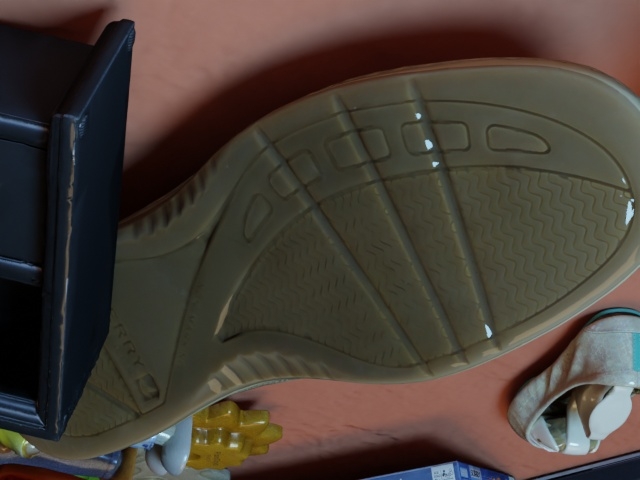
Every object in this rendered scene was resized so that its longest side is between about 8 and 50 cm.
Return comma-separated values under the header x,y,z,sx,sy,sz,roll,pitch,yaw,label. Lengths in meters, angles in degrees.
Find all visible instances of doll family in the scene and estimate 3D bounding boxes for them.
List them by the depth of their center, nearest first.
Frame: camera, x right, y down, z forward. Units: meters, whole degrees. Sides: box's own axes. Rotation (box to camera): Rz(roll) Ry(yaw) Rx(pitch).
x,y,z,sx,sy,sz,roll,pitch,yaw,label
-0.171,0.103,0.882,0.163,0.118,0.263,17,164,-21,doll family

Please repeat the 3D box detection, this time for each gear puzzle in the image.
x,y,z,sx,sy,sz,roll,pitch,yaw,label
-0.156,0.166,1.055,0.339,0.044,0.175,-23,146,33,gear puzzle

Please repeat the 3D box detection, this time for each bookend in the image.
x,y,z,sx,sy,sz,roll,pitch,yaw,label
-0.160,-0.018,0.638,0.156,0.072,0.157,14,127,3,bookend

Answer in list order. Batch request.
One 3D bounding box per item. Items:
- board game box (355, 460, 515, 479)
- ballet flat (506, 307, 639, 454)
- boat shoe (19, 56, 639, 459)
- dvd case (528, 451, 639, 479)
x,y,z,sx,sy,sz,roll,pitch,yaw,label
0.018,0.184,1.084,0.201,0.035,0.136,-13,164,18,board game box
0.145,0.094,0.940,0.057,0.052,0.168,2,152,-9,ballet flat
0.000,0.000,0.709,0.341,0.122,0.110,-18,-173,33,boat shoe
0.170,0.213,1.191,0.238,0.030,0.179,-19,148,29,dvd case
